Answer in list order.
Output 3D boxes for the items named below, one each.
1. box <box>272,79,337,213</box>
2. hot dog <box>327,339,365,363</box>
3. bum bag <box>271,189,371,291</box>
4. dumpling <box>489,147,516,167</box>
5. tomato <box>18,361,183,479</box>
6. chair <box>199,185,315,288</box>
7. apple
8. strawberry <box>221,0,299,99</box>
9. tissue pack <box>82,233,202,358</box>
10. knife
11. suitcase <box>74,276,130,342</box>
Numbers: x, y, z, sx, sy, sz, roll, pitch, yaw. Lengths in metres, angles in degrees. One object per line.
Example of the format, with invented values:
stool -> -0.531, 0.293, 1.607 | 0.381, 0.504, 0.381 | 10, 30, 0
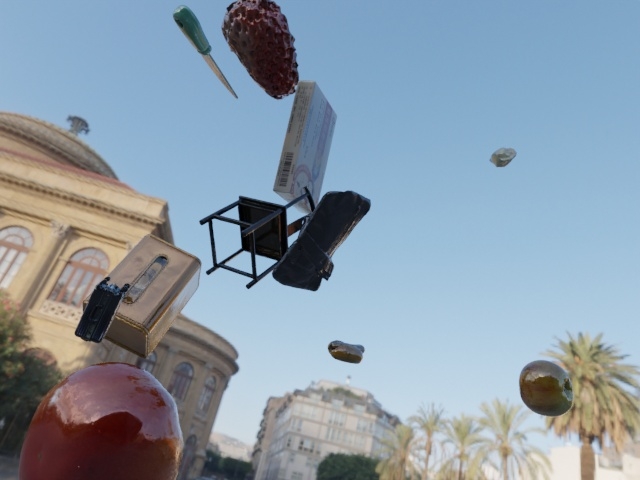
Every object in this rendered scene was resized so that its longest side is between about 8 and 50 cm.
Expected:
box -> -0.039, -0.279, 1.470 | 0.069, 0.353, 0.214 | 9, -10, 22
hot dog -> 0.082, 0.332, 1.423 | 0.140, 0.060, 0.089 | 25, -7, -31
bum bag -> 0.000, 0.000, 0.969 | 0.123, 0.060, 0.248 | 19, -70, -35
dumpling -> 0.492, -0.222, 1.279 | 0.057, 0.052, 0.076 | -17, -15, -4
tomato -> -0.335, 0.314, 0.716 | 0.259, 0.260, 0.180 | -4, -20, 29
chair -> -0.133, -0.023, 1.096 | 0.141, 0.260, 0.155 | 15, -59, 27
apple -> 0.345, 0.226, 0.728 | 0.071, 0.084, 0.084 | -8, -36, 44
strawberry -> -0.204, -0.624, 1.581 | 0.265, 0.149, 0.336 | 1, -59, 52
tissue pack -> -0.476, 0.140, 1.292 | 0.194, 0.275, 0.145 | 24, -45, 2
knife -> -0.249, -0.402, 1.044 | 0.063, 0.035, 0.260 | 35, -11, 23
suitcase -> -0.434, 0.139, 0.949 | 0.059, 0.126, 0.086 | 24, -7, -16
